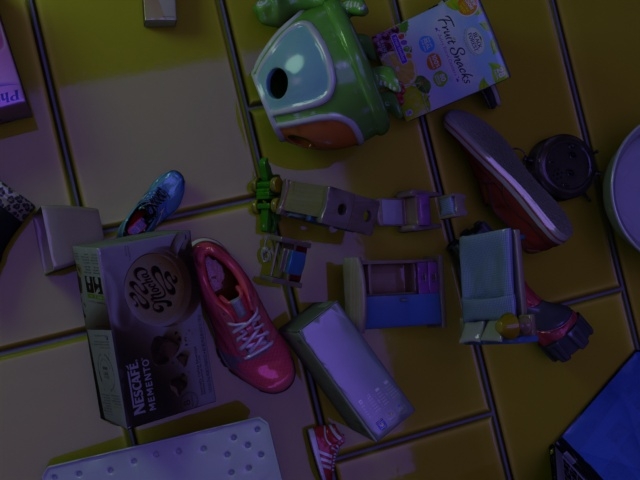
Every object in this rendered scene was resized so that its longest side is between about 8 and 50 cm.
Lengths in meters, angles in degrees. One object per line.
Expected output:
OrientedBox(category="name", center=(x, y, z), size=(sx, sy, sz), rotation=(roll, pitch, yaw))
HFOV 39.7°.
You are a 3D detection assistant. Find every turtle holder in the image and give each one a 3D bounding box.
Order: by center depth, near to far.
OrientedBox(category="turtle holder", center=(-0.007, -0.309, 1.555), size=(0.227, 0.243, 0.320), rotation=(-23, 100, 3))

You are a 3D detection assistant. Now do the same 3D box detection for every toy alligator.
OrientedBox(category="toy alligator", center=(-0.090, -0.056, 1.614), size=(0.051, 0.056, 0.189), rotation=(-6, 95, -57))

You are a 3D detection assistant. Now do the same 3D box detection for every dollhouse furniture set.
OrientedBox(category="dollhouse furniture set", center=(0.205, 0.039, 1.517), size=(0.198, 0.303, 0.286), rotation=(-1, 85, -33))
OrientedBox(category="dollhouse furniture set", center=(0.000, 0.000, 1.570), size=(0.129, 0.129, 0.183), rotation=(14, 89, -41))

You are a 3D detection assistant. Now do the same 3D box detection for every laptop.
OrientedBox(category="laptop", center=(0.640, 0.487, 1.648), size=(0.236, 0.408, 0.382), rotation=(-41, 96, 21))

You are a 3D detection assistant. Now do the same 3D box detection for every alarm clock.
OrientedBox(category="alarm clock", center=(0.457, -0.147, 1.739), size=(0.192, 0.064, 0.129), rotation=(10, 84, -9))

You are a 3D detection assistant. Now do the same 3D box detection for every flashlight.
OrientedBox(category="flashlight", center=(0.383, 0.093, 1.680), size=(0.103, 0.103, 0.304), rotation=(-43, 96, -11))

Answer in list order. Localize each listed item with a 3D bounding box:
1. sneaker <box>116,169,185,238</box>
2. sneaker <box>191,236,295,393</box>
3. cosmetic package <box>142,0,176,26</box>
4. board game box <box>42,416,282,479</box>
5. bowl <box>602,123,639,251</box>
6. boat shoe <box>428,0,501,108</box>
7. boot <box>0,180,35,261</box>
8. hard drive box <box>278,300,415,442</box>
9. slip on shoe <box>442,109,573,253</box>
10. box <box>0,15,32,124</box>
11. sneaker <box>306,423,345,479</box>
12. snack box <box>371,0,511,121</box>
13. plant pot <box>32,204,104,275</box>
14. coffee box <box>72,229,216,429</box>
OrientedBox(category="sneaker", center=(-0.291, -0.054, 1.551), size=(0.063, 0.073, 0.162), rotation=(37, 79, -8))
OrientedBox(category="sneaker", center=(-0.146, 0.137, 1.537), size=(0.116, 0.136, 0.314), rotation=(-32, 93, -12))
OrientedBox(category="cosmetic package", center=(-0.293, -0.446, 1.598), size=(0.060, 0.041, 0.115), rotation=(-5, 87, -14))
OrientedBox(category="board game box", center=(-0.231, 0.523, 1.483), size=(0.390, 0.050, 0.390), rotation=(-14, 89, 3))
OrientedBox(category="bowl", center=(0.670, -0.093, 1.745), size=(0.298, 0.134, 0.297), rotation=(1, 86, -13))
OrientedBox(category="boat shoe", center=(0.271, -0.348, 1.711), size=(0.079, 0.084, 0.233), rotation=(-33, 99, 15))
OrientedBox(category="boot", center=(-0.616, -0.044, 1.472), size=(0.236, 0.085, 0.178), rotation=(34, 77, -15))
OrientedBox(category="hard drive box", center=(0.041, 0.224, 1.551), size=(0.089, 0.181, 0.232), rotation=(-37, 95, -13))
OrientedBox(category="slip on shoe", center=(0.338, -0.111, 1.685), size=(0.331, 0.101, 0.123), rotation=(51, 36, 4))
OrientedBox(category="box", center=(-0.625, -0.303, 1.471), size=(0.214, 0.117, 0.243), rotation=(-17, 90, -14))
OrientedBox(category="sneaker", center=(0.021, 0.391, 1.604), size=(0.067, 0.042, 0.118), rotation=(-15, 87, -10))
OrientedBox(category="snack box", center=(0.224, -0.340, 1.642), size=(0.207, 0.070, 0.174), rotation=(-23, 95, 17))
OrientedBox(category="plant pot", center=(-0.424, -0.006, 1.506), size=(0.096, 0.109, 0.109), rotation=(-11, 88, -27))
OrientedBox(category="coffee box", center=(-0.291, 0.141, 1.468), size=(0.168, 0.119, 0.297), rotation=(-12, 97, -35))
